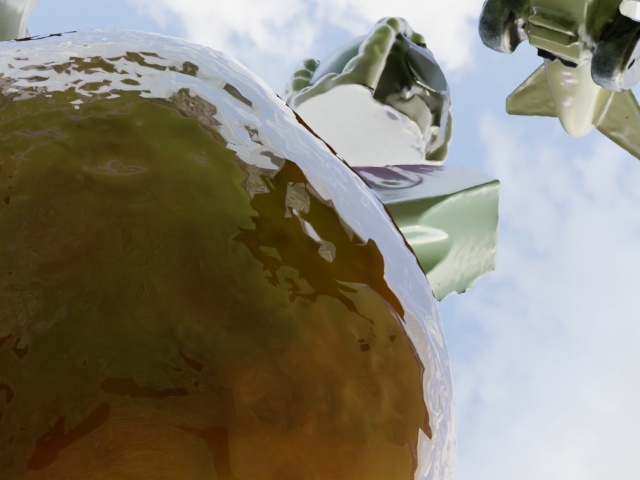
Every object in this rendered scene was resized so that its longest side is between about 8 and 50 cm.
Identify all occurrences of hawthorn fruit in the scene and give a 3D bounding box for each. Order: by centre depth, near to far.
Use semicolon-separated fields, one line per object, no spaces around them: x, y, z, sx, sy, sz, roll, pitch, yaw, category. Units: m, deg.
-0.145;0.108;0.559;0.472;0.471;0.471;6;-117;-13;hawthorn fruit

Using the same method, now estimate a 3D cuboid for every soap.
0.000;0.000;0.877;0.324;0.193;0.109;-8;-71;-20;soap

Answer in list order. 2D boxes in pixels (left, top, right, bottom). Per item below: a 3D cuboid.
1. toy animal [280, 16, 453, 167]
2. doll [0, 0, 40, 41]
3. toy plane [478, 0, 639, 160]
0.055;-0.172;1.181;0.208;0.204;0.155;41;-141;-41;toy animal
-0.359;-0.205;0.916;0.160;0.311;0.242;11;-130;-38;doll
0.146;-0.150;0.508;0.242;0.256;0.104;31;-113;35;toy plane
